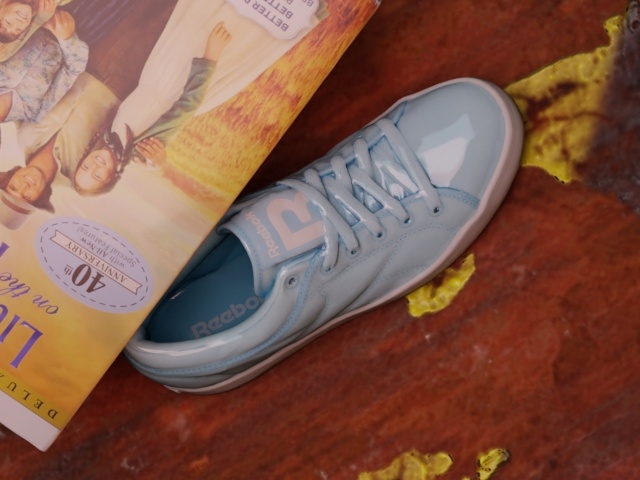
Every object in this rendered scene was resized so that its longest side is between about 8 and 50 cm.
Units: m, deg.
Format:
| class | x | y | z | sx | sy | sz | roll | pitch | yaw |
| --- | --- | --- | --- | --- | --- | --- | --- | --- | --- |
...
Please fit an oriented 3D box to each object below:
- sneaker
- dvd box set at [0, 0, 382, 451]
| class | x | y | z | sx | sy | sz | roll | pitch | yaw |
| --- | --- | --- | --- | --- | --- | --- | --- | --- | --- |
| sneaker | 0.000 | 0.000 | 1.465 | 0.366 | 0.150 | 0.135 | -40 | 75 | 7 |
| dvd box set | -0.200 | -0.100 | 1.376 | 0.308 | 0.062 | 0.420 | 37 | 95 | -9 |
